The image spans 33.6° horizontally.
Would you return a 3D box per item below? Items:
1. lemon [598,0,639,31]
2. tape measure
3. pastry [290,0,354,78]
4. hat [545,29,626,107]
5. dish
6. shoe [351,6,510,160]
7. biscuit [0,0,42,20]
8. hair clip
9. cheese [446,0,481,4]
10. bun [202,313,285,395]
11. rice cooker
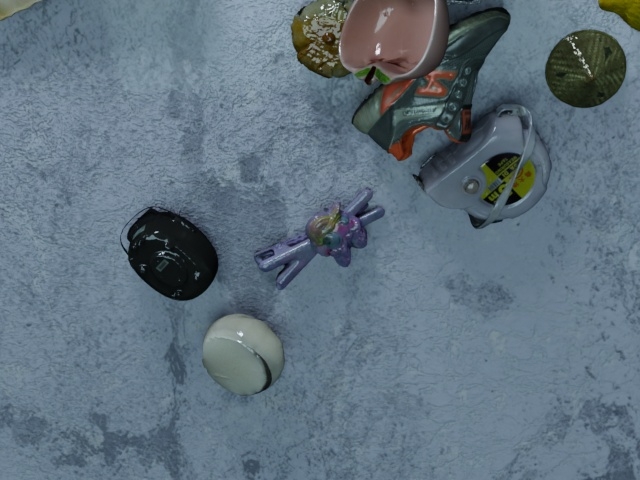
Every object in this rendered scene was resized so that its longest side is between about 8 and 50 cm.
[{"bbox_3d":[0.581,-0.435,1.758,0.244,0.187,0.187,-18,112,5],"label":"lemon"},{"bbox_3d":[0.322,-0.127,1.947,0.236,0.120,0.197,-41,117,15],"label":"tape measure"},{"bbox_3d":[0.022,-0.361,1.883,0.153,0.081,0.153,-1,122,-2],"label":"pastry"},{"bbox_3d":[0.478,-0.296,1.888,0.146,0.067,0.146,1,114,3],"label":"hat"},{"bbox_3d":[0.138,-0.343,1.774,0.090,0.213,0.213,14,122,-46],"label":"dish"},{"bbox_3d":[0.223,-0.256,1.864,0.336,0.132,0.171,-39,84,21],"label":"shoe"},{"bbox_3d":[-0.484,-0.607,1.786,0.429,0.104,0.446,-20,113,23],"label":"biscuit"},{"bbox_3d":[-0.002,0.009,2.045,0.278,0.090,0.137,-28,118,15],"label":"hair clip"},{"bbox_3d":[0.187,-0.428,1.864,0.192,0.037,0.097,0,115,4],"label":"cheese"},{"bbox_3d":[-0.146,0.217,2.129,0.173,0.120,0.173,17,132,20],"label":"bun"},{"bbox_3d":[-0.292,0.028,2.055,0.203,0.118,0.142,40,111,-17],"label":"rice cooker"}]
